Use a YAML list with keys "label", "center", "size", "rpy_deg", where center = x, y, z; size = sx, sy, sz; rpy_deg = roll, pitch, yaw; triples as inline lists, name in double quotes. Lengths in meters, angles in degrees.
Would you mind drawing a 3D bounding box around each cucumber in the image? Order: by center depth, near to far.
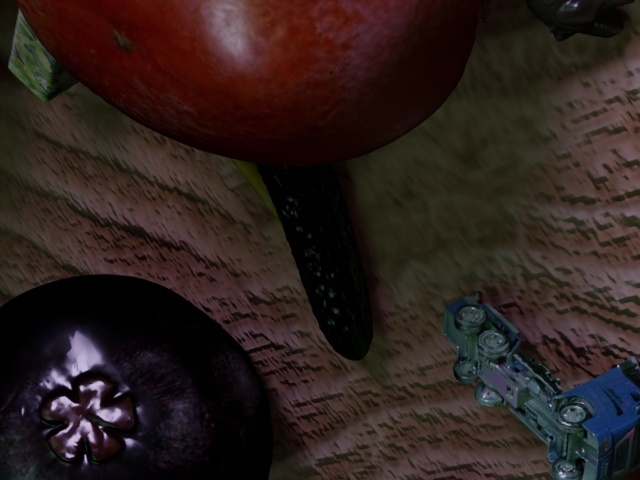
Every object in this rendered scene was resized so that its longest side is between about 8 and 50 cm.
- label: "cucumber"
  center: [0.000, 0.000, 1.391]
  size: [0.052, 0.058, 0.215]
  rpy_deg: [-13, 122, 12]

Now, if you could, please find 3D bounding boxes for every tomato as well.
- label: "tomato"
  center: [-0.073, -0.159, 1.100]
  size: [0.338, 0.144, 0.338]
  rpy_deg: [27, 142, 24]

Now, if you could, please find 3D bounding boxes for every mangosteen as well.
- label: "mangosteen"
  center: [-0.170, 0.164, 1.583]
  size: [0.275, 0.275, 0.302]
  rpy_deg: [41, 176, 9]

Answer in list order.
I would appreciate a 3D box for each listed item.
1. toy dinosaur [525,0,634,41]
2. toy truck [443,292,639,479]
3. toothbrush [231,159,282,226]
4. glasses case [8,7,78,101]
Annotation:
- label: "toy dinosaur"
  center: [0.084, -0.168, 1.125]
  size: [0.187, 0.087, 0.179]
  rpy_deg: [52, 142, -4]
- label: "toy truck"
  center: [0.159, 0.095, 1.319]
  size: [0.175, 0.081, 0.067]
  rpy_deg: [43, 148, 39]
- label: "toothbrush"
  center: [-0.078, -0.092, 1.350]
  size: [0.024, 0.021, 0.288]
  rpy_deg: [-3, 138, 40]
- label: "glasses case"
  center: [-0.158, -0.217, 1.319]
  size: [0.062, 0.095, 0.272]
  rpy_deg: [42, 143, 15]
